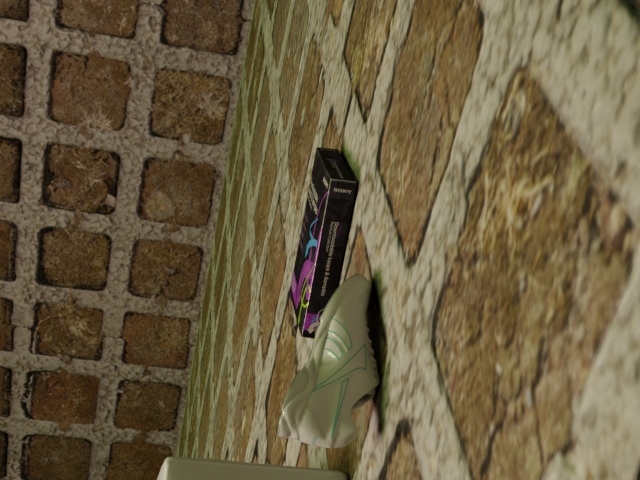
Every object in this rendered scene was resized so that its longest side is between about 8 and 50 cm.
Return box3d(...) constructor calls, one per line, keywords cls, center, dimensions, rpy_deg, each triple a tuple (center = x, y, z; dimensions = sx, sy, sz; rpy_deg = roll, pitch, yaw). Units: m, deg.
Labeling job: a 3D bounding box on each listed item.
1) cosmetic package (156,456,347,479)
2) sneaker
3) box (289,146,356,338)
box3d(cls="cosmetic package", center=(-0.080, 0.386, 0.772), dimensions=(0.217, 0.156, 0.385), rpy_deg=(120, 154, -65))
box3d(cls="sneaker", center=(0.018, 0.093, 0.735), dimensions=(0.054, 0.061, 0.152), rpy_deg=(99, -168, -53))
box3d(cls="box", center=(0.000, 0.000, 0.950), dimensions=(0.116, 0.029, 0.162), rpy_deg=(-111, 31, -69))
